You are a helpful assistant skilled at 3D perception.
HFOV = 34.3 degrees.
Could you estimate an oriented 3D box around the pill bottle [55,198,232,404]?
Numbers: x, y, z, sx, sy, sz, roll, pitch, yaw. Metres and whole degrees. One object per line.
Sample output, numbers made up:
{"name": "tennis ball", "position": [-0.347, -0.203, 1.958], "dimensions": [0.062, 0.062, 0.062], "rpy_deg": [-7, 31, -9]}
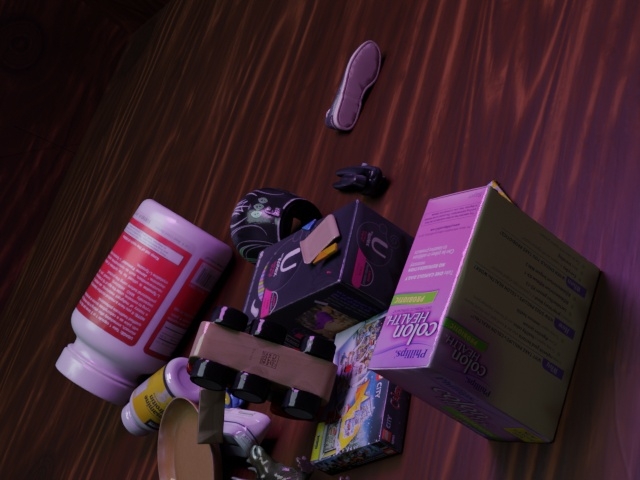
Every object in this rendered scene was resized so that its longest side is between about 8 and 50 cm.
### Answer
{"name": "pill bottle", "position": [-0.384, 0.135, 2.225], "dimensions": [0.407, 0.229, 0.229], "rpy_deg": [-58, 26, -3]}

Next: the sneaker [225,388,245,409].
{"name": "sneaker", "position": [-0.172, 0.257, 1.933], "dimensions": [0.188, 0.067, 0.078], "rpy_deg": [-112, 38, -57]}

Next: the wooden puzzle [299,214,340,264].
{"name": "wooden puzzle", "position": [0.000, 0.000, 1.644], "dimensions": [0.078, 0.014, 0.116], "rpy_deg": [-38, 31, 23]}

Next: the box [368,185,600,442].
{"name": "box", "position": [0.207, 0.095, 1.282], "dimensions": [0.117, 0.214, 0.243], "rpy_deg": [-13, 50, 54]}

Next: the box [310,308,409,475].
{"name": "box", "position": [0.069, 0.224, 1.563], "dimensions": [0.159, 0.044, 0.233], "rpy_deg": [-29, 37, 44]}

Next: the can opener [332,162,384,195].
{"name": "can opener", "position": [0.065, -0.118, 1.941], "dimensions": [0.059, 0.073, 0.186], "rpy_deg": [-66, 17, -1]}

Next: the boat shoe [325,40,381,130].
{"name": "boat shoe", "position": [0.062, -0.321, 2.151], "dimensions": [0.065, 0.075, 0.206], "rpy_deg": [1, 66, 56]}

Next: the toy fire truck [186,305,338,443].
{"name": "toy fire truck", "position": [-0.107, 0.234, 1.615], "dimensions": [0.246, 0.217, 0.158], "rpy_deg": [119, 169, -65]}

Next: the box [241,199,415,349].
{"name": "box", "position": [0.010, 0.073, 1.720], "dimensions": [0.270, 0.143, 0.165], "rpy_deg": [-28, 39, 44]}

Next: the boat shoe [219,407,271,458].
{"name": "boat shoe", "position": [-0.149, 0.331, 1.803], "dimensions": [0.076, 0.083, 0.226], "rpy_deg": [-37, 17, -26]}

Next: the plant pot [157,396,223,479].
{"name": "plant pot", "position": [-0.223, 0.387, 1.793], "dimensions": [0.236, 0.032, 0.236], "rpy_deg": [4, 95, 58]}

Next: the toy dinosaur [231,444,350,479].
{"name": "toy dinosaur", "position": [-0.032, 0.418, 1.479], "dimensions": [0.160, 0.121, 0.313], "rpy_deg": [-54, 28, 33]}

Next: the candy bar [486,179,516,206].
{"name": "candy bar", "position": [0.274, -0.047, 1.545], "dimensions": [0.040, 0.018, 0.161], "rpy_deg": [-46, 27, 13]}

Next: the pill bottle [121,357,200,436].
{"name": "pill bottle", "position": [-0.310, 0.314, 2.041], "dimensions": [0.184, 0.103, 0.103], "rpy_deg": [-39, 31, 32]}

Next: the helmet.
{"name": "helmet", "position": [-0.094, -0.022, 2.004], "dimensions": [0.162, 0.169, 0.169], "rpy_deg": [3, 62, 42]}
